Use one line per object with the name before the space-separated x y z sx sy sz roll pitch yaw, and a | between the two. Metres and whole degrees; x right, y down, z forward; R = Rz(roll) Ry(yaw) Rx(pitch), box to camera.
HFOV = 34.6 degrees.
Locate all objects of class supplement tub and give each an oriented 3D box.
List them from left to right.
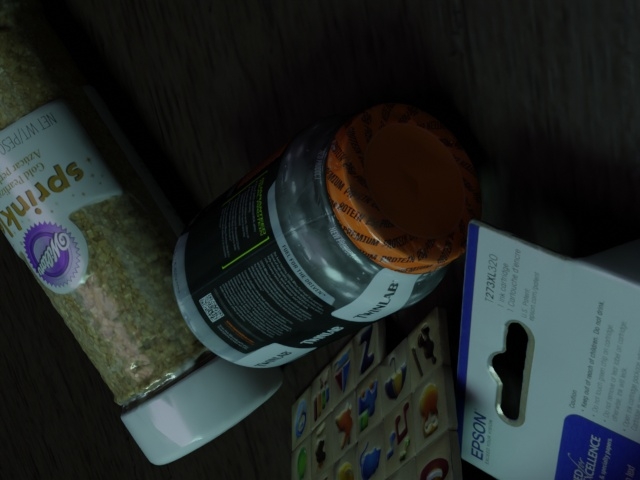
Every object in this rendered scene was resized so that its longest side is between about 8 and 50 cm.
supplement tub | 0.000 0.000 0.606 0.117 0.117 0.190 57 142 -2

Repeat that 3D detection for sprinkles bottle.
sprinkles bottle | -0.170 -0.009 0.775 0.355 0.121 0.121 57 142 -1

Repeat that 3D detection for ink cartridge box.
ink cartridge box | 0.234 0.112 0.484 0.371 0.069 0.176 23 132 31

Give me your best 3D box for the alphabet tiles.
alphabet tiles | 0.027 0.149 0.661 0.009 0.198 0.237 13 143 -19
